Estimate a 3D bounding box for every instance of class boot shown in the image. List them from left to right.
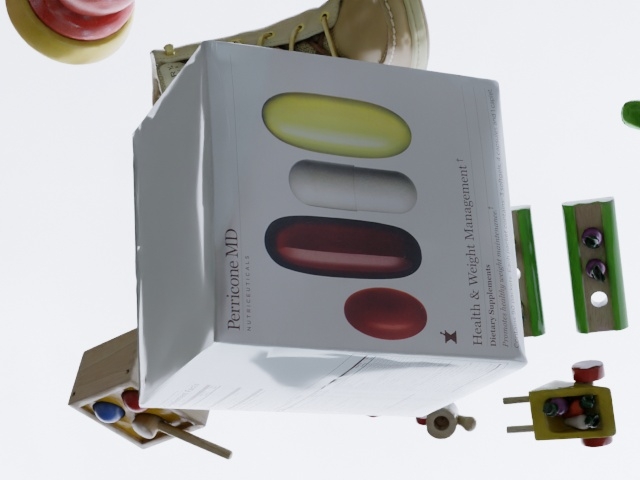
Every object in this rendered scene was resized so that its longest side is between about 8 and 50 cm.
[{"bbox_3d":[-0.033,-0.148,1.272,0.203,0.262,0.095,-12,-94,-16],"label":"boot"}]

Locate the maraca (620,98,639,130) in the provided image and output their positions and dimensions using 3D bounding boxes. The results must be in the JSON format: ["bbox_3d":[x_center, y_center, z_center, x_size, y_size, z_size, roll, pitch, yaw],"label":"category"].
[{"bbox_3d":[0.199,-0.038,0.522,0.186,0.099,0.127,2,-173,-2],"label":"maraca"}]

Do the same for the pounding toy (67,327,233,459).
[{"bbox_3d":[-0.177,0.177,1.659,0.130,0.141,0.100,-24,-139,40],"label":"pounding toy"}]

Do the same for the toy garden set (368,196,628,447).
[{"bbox_3d":[0.127,0.079,1.251,0.244,0.203,0.049,-6,-169,10],"label":"toy garden set"}]

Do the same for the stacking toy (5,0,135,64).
[{"bbox_3d":[-0.282,-0.331,1.356,0.130,0.309,0.279,145,-44,-59],"label":"stacking toy"}]

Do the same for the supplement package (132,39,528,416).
[{"bbox_3d":[0.000,0.000,0.970,0.149,0.203,0.194,140,-50,-59],"label":"supplement package"}]
